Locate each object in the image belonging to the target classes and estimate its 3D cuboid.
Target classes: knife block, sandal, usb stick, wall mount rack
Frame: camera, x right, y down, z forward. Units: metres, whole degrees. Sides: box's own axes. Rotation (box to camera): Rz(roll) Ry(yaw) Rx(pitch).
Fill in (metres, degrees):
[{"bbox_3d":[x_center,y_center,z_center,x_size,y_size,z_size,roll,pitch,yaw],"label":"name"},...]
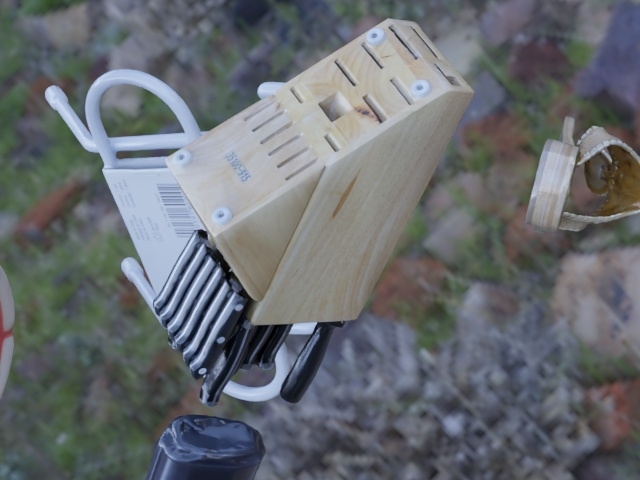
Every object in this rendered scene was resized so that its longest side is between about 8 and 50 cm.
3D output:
[{"bbox_3d":[0.000,0.000,1.297,0.276,0.242,0.088,-33,52,-3],"label":"knife block"},{"bbox_3d":[0.198,-0.036,1.277,0.240,0.079,0.088,-27,-48,-78],"label":"sandal"},{"bbox_3d":[-0.108,0.224,1.310,0.278,0.077,0.045,112,156,-43],"label":"usb stick"},{"bbox_3d":[-0.131,-0.026,1.635,0.304,0.350,0.130,0,33,34],"label":"wall mount rack"}]

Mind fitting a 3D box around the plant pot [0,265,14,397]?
[{"bbox_3d":[-0.436,0.086,1.651,0.243,0.275,0.275,8,49,20],"label":"plant pot"}]
